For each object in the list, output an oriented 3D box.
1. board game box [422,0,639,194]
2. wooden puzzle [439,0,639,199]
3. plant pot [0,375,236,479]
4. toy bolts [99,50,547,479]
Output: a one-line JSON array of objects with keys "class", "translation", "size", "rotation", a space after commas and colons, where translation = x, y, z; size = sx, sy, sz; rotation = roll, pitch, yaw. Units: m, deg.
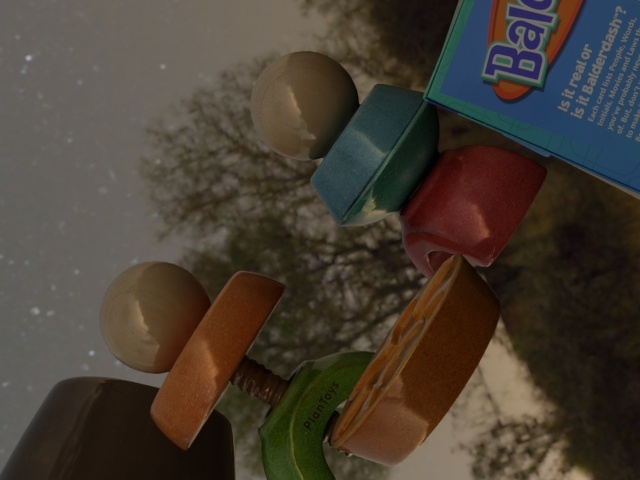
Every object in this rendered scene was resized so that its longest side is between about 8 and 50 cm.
[{"class": "board game box", "translation": [0.158, -0.088, 0.399], "size": [0.210, 0.160, 0.047], "rotation": [31, -162, 32]}, {"class": "wooden puzzle", "translation": [0.257, -0.137, 0.810], "size": [0.348, 0.080, 0.322], "rotation": [33, 147, 12]}, {"class": "plant pot", "translation": [-0.161, 0.232, 0.815], "size": [0.263, 0.263, 0.229], "rotation": [52, -134, -57]}, {"class": "toy bolts", "translation": [0.000, 0.000, 0.542], "size": [0.158, 0.228, 0.218], "rotation": [34, 157, -1]}]
